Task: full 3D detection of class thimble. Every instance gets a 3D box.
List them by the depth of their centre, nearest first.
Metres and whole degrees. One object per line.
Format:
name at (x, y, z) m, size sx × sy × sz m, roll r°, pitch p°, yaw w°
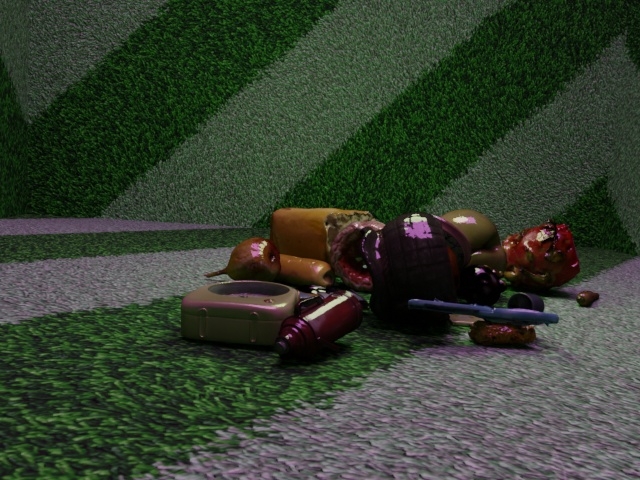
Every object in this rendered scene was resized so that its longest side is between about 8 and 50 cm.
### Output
thimble at (0.153, 0.048, 1.787) m, size 0.239 × 0.239 × 0.162 m, roll 6°, pitch 6°, yaw 16°

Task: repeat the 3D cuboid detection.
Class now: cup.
cup at (0.589, 0.193, 1.509) m, size 0.077 × 0.078 × 0.100 m, roll 4°, pitch 39°, yaw -39°

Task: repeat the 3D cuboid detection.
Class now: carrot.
carrot at (0.923, 0.194, 1.837) m, size 0.049 × 0.049 × 0.254 m, roll 9°, pitch 3°, yaw 38°

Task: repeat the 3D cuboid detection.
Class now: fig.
fig at (-0.257, 0.086, 1.717) m, size 0.257 × 0.159 × 0.159 m, roll -14°, pitch 1°, yaw 16°

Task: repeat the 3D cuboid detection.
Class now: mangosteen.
mangosteen at (0.498, 0.132, 1.634) m, size 0.151 × 0.137 × 0.137 m, roll -22°, pitch 14°, yaw -16°

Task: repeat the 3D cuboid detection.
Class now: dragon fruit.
dragon fruit at (0.784, 0.065, 1.967) m, size 0.291 × 0.250 × 0.269 m, roll -10°, pitch -7°, yaw 24°

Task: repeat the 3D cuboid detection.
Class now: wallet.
wallet at (0.005, 0.156, 1.451) m, size 0.231 × 0.069 × 0.170 m, roll 1°, pitch 3°, yaw -21°

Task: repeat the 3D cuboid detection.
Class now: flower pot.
flower pot at (0.228, 0.085, 1.380) m, size 0.213 × 0.301 × 0.302 m, roll -11°, pitch 3°, yaw 11°

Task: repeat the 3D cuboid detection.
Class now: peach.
peach at (0.478, 0.042, 1.822) m, size 0.247 × 0.292 × 0.292 m, roll -31°, pitch 27°, yaw -34°

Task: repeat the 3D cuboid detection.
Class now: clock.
clock at (-0.161, 0.153, 1.224) m, size 0.235 × 0.096 × 0.308 m, roll 2°, pitch 7°, yaw 9°
clock at (0.350, 0.013, 1.669) m, size 0.244 × 0.244 × 0.056 m, roll 8°, pitch 46°, yaw 35°

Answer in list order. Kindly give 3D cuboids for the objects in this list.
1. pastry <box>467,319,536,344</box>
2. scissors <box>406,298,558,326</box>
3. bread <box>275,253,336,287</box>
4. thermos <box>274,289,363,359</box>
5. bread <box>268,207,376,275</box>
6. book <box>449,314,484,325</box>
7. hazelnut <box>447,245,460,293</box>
pastry at (0.421, 0.213, 1.245) m, size 0.140 × 0.056 × 0.080 m, roll 1°, pitch -5°, yaw -10°
scissors at (0.374, 0.166, 1.246) m, size 0.393 × 0.032 × 0.180 m, roll 9°, pitch -14°, yaw -19°
bread at (-0.091, 0.099, 1.816) m, size 0.305 × 0.091 × 0.142 m, roll 8°, pitch 13°, yaw 34°
thermos at (-0.012, 0.171, 1.075) m, size 0.099 × 0.124 × 0.232 m, roll 5°, pitch 13°, yaw 35°
bread at (0.000, 0.000, 2.097) m, size 0.394 × 0.250 × 0.361 m, roll 4°, pitch 3°, yaw 38°
book at (0.395, 0.212, 1.423) m, size 0.111 × 0.014 × 0.077 m, roll 4°, pitch 6°, yaw -1°
hazelnut at (0.331, 0.104, 1.580) m, size 0.178 × 0.204 × 0.178 m, roll 13°, pitch 34°, yaw -9°
